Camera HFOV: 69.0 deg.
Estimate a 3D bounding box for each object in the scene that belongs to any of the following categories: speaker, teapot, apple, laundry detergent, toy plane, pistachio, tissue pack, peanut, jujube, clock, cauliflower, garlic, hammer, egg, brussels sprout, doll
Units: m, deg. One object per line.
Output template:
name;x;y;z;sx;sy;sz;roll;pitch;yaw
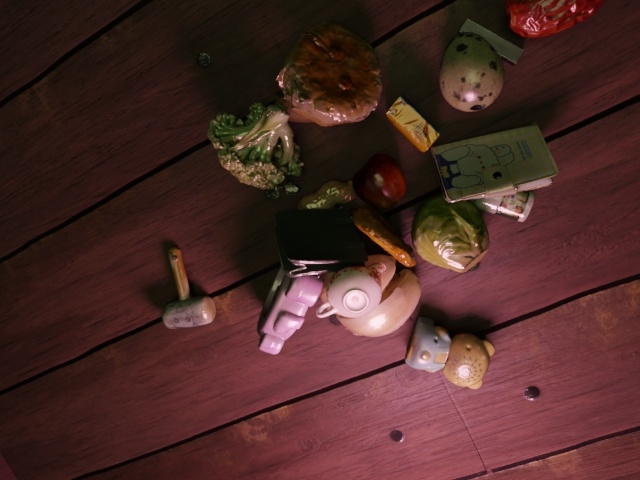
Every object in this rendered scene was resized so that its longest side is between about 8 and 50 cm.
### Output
speaker;0.499;-0.581;1.363;0.191;0.040;0.046;32;104;4
teapot;0.087;0.158;1.354;0.246;0.116;0.159;-27;123;14
apple;0.191;-0.181;1.466;0.156;0.147;0.158;-44;92;-4
laundry detergent;0.533;-0.135;1.440;0.226;0.070;0.099;19;114;8
toy plane;-0.114;-0.181;1.586;0.121;0.031;0.049;2;97;9
pistachio;-0.066;-0.430;1.488;0.186;0.126;0.108;4;61;14
tissue pack;0.281;-0.353;1.418;0.169;0.120;0.082;44;105;-1
peanut;0.019;-0.133;1.541;0.228;0.085;0.104;-33;113;15
jujube;0.634;-0.652;1.254;0.251;0.174;0.174;-13;99;12
clock;-0.105;0.189;1.529;0.114;0.295;0.322;24;109;-11
cauliflower;-0.183;-0.317;1.472;0.327;0.260;0.281;25;113;-30
garlic;0.153;0.172;1.515;0.313;0.249;0.285;-19;97;24
hammer;-0.507;0.170;1.720;0.202;0.113;0.305;-12;91;11
egg;0.427;-0.483;1.332;0.177;0.177;0.227;-14;84;15
brussels sprout;0.397;-0.026;1.427;0.244;0.244;0.243;3;103;11
doll;0.422;0.371;1.527;0.261;0.161;0.176;18;104;10

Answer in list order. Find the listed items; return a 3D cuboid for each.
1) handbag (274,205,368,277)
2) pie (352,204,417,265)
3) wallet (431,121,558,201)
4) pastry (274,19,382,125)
handbag;-0.001;-0.001;1.425;0.260;0.247;0.079;-4;132;-14
pie;0.204;-0.012;1.433;0.273;0.273;0.069;45;106;0
wallet;0.502;-0.224;1.368;0.310;0.077;0.223;-12;62;10
pastry;0.036;-0.481;1.384;0.330;0.136;0.329;3;81;-21
